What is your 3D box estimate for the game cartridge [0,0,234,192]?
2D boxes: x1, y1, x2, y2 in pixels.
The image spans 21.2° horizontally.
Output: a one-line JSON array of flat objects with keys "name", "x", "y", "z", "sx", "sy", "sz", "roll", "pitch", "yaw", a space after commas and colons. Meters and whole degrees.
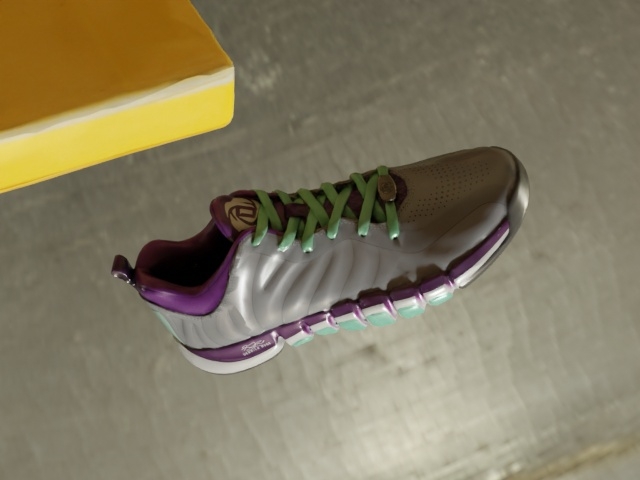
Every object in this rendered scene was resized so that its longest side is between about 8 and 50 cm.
[{"name": "game cartridge", "x": -0.244, "y": -0.111, "z": 0.802, "sx": 0.323, "sy": 0.285, "sz": 0.053, "roll": -19, "pitch": 143, "yaw": -20}]

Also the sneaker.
[{"name": "sneaker", "x": 0.000, "y": 0.000, "z": 0.918, "sx": 0.223, "sy": 0.083, "sz": 0.098, "roll": -27, "pitch": 137, "yaw": 17}]
